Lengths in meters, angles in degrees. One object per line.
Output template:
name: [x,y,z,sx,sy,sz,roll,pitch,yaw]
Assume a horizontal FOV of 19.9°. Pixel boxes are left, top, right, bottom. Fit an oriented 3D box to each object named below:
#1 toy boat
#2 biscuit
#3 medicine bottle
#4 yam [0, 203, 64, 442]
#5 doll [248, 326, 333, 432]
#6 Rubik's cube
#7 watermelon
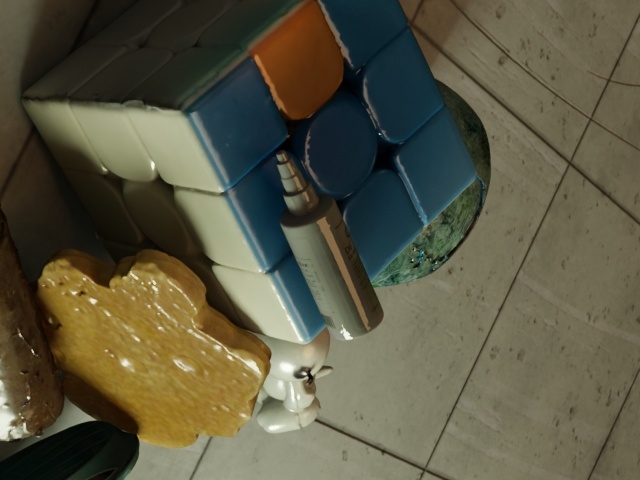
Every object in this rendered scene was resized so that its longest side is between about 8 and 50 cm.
toy boat: [-0.310,0.288,1.939,0.296,0.114,0.122,-32,121,-30]
biscuit: [-0.184,0.106,1.887,0.376,0.269,0.051,115,0,-59]
medicine bottle: [0.000,0.000,1.706,0.058,0.058,0.199,-41,120,-31]
yam: [-0.339,0.075,1.805,0.131,0.131,0.279,-39,135,-33]
doll: [-0.059,0.104,2.171,0.144,0.208,0.271,-12,162,-7]
Rubik's cube: [-0.070,-0.107,1.857,0.290,0.291,0.291,-44,121,-27]
watermelon: [0.083,-0.087,2.193,0.321,0.188,0.175,-58,144,-15]
